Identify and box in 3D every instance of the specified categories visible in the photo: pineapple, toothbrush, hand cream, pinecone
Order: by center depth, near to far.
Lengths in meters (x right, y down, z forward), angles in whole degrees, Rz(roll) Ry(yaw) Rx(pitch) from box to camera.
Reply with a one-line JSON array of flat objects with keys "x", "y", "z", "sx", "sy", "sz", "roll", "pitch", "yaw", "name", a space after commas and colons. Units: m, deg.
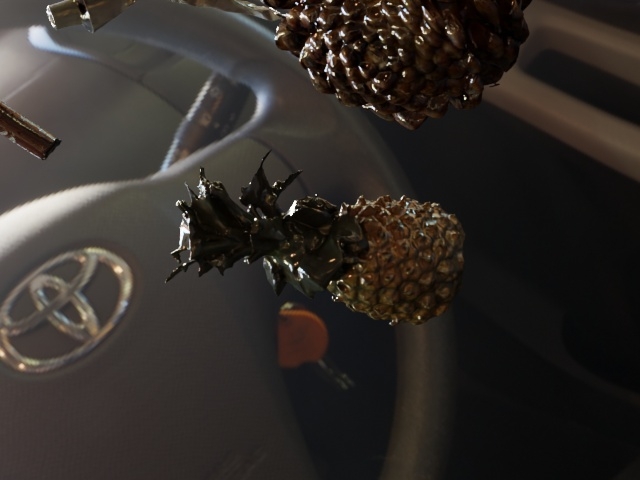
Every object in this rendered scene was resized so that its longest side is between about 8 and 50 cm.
[{"x": 0.000, "y": 0.000, "z": 0.679, "sx": 0.125, "sy": 0.251, "sz": 0.125, "roll": -30, "pitch": 55, "yaw": 56, "name": "pineapple"}, {"x": 0.077, "y": -0.210, "z": 0.685, "sx": 0.221, "sy": 0.221, "sz": 0.221, "roll": -25, "pitch": 30, "yaw": 16, "name": "pinecone"}, {"x": -0.167, "y": -0.257, "z": 0.919, "sx": 0.256, "sy": 0.050, "sz": 0.084, "roll": -7, "pitch": 20, "yaw": -18, "name": "hand cream"}, {"x": -0.482, "y": -0.210, "z": 1.011, "sx": 0.041, "sy": 0.364, "sz": 0.041, "roll": -52, "pitch": 14, "yaw": 19, "name": "toothbrush"}]
